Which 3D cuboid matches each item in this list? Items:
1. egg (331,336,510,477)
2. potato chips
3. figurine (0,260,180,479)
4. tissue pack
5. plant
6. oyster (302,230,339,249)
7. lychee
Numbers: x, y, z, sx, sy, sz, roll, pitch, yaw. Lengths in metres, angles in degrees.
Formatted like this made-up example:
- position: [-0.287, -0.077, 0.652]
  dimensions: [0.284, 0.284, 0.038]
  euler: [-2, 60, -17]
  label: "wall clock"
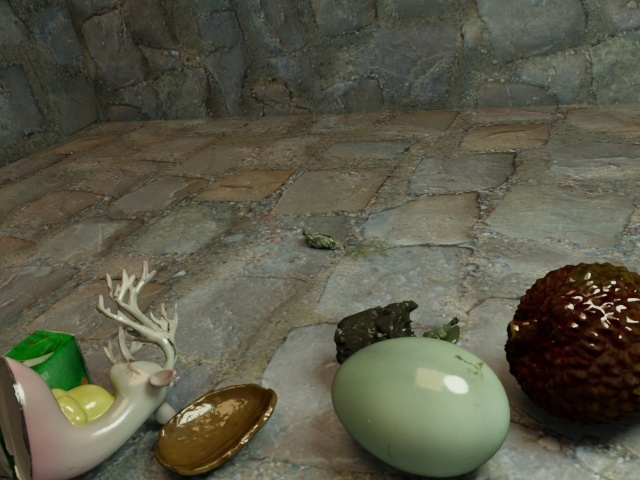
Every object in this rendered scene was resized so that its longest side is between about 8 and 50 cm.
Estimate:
- position: [0.131, 0.225, 0.862]
  dimensions: [0.264, 0.183, 0.183]
  euler: [4, 29, 40]
  label: "egg"
- position: [-0.162, 0.299, 0.977]
  dimensions: [0.150, 0.049, 0.201]
  euler: [8, 30, 43]
  label: "potato chips"
- position: [-0.348, 0.201, 0.998]
  dimensions: [0.315, 0.206, 0.284]
  euler: [-7, 45, -43]
  label: "figurine"
- position: [-0.527, 0.270, 1.063]
  dimensions: [0.156, 0.148, 0.209]
  euler: [2, 28, 21]
  label: "tissue pack"
- position: [0.129, 0.174, 1.019]
  dimensions: [0.203, 0.131, 0.142]
  euler: [-6, 16, 13]
  label: "plant"
- position: [0.001, 0.000, 1.564]
  dimensions: [0.098, 0.037, 0.100]
  euler: [10, 6, 1]
  label: "oyster"
- position: [0.394, 0.145, 0.881]
  dimensions: [0.271, 0.236, 0.236]
  euler: [2, 23, -13]
  label: "lychee"
